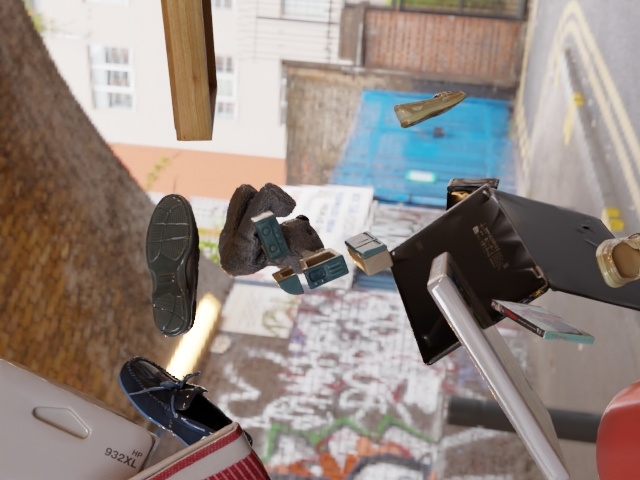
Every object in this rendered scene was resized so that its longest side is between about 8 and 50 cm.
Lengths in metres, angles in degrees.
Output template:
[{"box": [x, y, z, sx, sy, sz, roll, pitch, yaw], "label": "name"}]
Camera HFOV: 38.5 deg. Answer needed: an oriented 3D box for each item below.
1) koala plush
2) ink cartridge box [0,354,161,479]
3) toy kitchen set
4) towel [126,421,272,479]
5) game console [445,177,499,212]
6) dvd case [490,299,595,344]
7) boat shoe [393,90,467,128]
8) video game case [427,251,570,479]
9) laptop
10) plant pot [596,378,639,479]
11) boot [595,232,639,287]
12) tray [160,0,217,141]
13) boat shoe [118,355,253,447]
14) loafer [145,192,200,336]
[{"box": [-0.086, 0.007, 1.949, 0.196, 0.221, 0.203, 8, 76, 61], "label": "koala plush"}, {"box": [-0.353, 0.235, 1.134, 0.129, 0.223, 0.307, -64, 17, -14], "label": "ink cartridge box"}, {"box": [0.000, 0.000, 1.696, 0.122, 0.207, 0.166, -137, 25, -69], "label": "toy kitchen set"}, {"box": [-0.129, 0.385, 1.025, 0.037, 0.237, 0.328, 39, 154, 62], "label": "towel"}, {"box": [0.373, -0.105, 2.243, 0.107, 0.122, 0.071, -53, -38, -63], "label": "game console"}, {"box": [0.297, 0.109, 1.234, 0.119, 0.087, 0.013, 33, 111, 61], "label": "dvd case"}, {"box": [0.214, -0.264, 1.776, 0.048, 0.153, 0.056, 64, 164, 4], "label": "boat shoe"}, {"box": [0.263, 0.178, 1.387, 0.329, 0.036, 0.300, 59, -170, -1], "label": "video game case"}, {"box": [0.386, 0.083, 1.783, 0.236, 0.408, 0.382, 49, -166, -28], "label": "laptop"}, {"box": [0.545, 0.281, 1.195, 0.243, 0.275, 0.274, 136, 147, -60], "label": "plant pot"}, {"box": [0.544, 0.011, 1.444, 0.213, 0.165, 0.077, -11, -98, -47], "label": "boot"}, {"box": [-0.238, -0.406, 1.645, 0.202, 0.076, 0.410, -93, 2, -52], "label": "tray"}, {"box": [-0.207, 0.263, 1.479, 0.089, 0.258, 0.109, -60, -8, 33], "label": "boat shoe"}, {"box": [-0.273, 0.048, 1.734, 0.084, 0.096, 0.267, 18, -108, -74], "label": "loafer"}]
